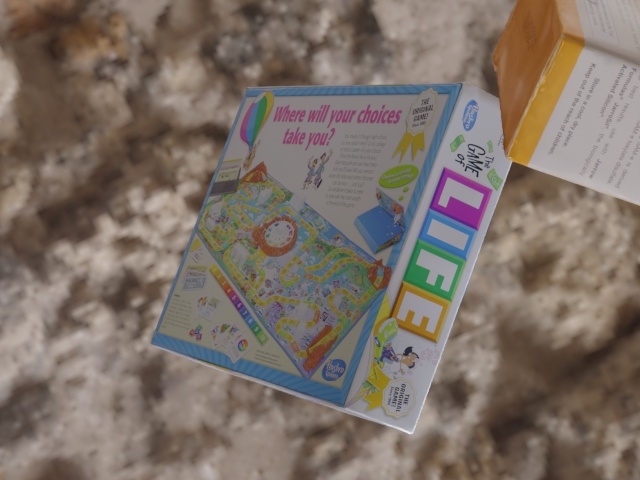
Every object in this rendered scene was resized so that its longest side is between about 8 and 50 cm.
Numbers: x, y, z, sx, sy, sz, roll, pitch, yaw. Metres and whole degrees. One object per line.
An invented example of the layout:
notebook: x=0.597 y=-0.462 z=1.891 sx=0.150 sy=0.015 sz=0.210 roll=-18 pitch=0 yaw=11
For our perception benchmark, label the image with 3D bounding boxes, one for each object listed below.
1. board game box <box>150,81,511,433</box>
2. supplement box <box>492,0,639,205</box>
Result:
board game box: x=0.000 y=0.000 z=0.568 sx=0.154 sy=0.026 sz=0.103 roll=9 pitch=-102 yaw=63
supplement box: x=0.095 y=-0.031 z=0.425 sx=0.062 sy=0.098 sz=0.036 roll=-85 pitch=-165 yaw=-62
